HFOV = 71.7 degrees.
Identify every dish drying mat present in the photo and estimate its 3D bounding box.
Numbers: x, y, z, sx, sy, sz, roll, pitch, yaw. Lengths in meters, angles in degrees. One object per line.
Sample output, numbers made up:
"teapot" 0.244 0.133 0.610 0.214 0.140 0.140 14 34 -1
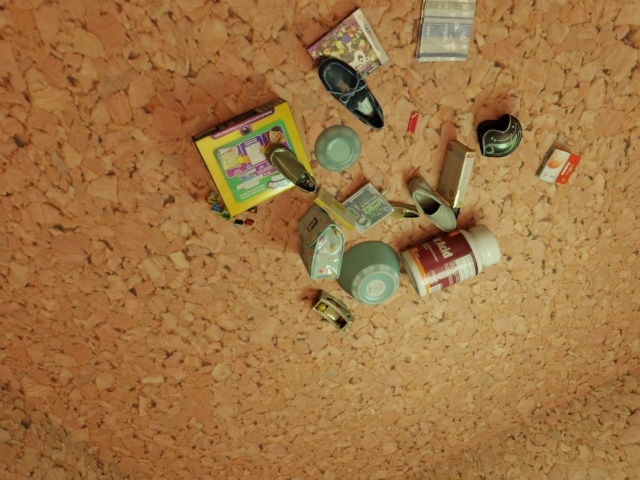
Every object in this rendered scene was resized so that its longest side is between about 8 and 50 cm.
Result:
"dish drying mat" 0.374 -0.477 1.790 0.032 0.008 0.083 2 118 -13

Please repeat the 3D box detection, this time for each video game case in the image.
"video game case" 0.191 -0.137 1.904 0.190 0.022 0.173 -36 114 23
"video game case" 0.100 -0.678 1.607 0.232 0.042 0.210 -34 120 9

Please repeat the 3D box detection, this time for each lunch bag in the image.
"lunch bag" 0.000 0.000 1.857 0.160 0.223 0.262 -4 118 -16

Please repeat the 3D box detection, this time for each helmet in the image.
"helmet" 0.733 -0.424 1.800 0.161 0.169 0.169 -10 121 13

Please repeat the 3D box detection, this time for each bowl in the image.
"bowl" 0.239 0.174 2.035 0.311 0.163 0.312 -5 118 -9

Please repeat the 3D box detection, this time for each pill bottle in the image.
"pill bottle" 0.590 0.083 2.015 0.392 0.224 0.224 -23 120 2

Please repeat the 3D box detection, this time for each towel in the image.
"towel" 0.463 -0.802 1.614 0.209 0.034 0.285 -3 119 -10

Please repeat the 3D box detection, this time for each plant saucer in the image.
"plant saucer" 0.074 -0.363 1.780 0.194 0.037 0.195 -5 120 -9

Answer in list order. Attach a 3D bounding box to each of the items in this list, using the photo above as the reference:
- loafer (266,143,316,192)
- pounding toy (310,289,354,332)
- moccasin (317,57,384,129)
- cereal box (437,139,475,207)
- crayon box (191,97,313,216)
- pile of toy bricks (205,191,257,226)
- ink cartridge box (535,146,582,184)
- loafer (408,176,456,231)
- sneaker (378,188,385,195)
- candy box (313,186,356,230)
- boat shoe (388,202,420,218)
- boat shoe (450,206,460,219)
"loafer" -0.095 -0.262 1.642 0.251 0.087 0.094 37 93 -34
"pounding toy" 0.054 0.374 2.113 0.269 0.154 0.155 35 107 -25
"moccasin" 0.135 -0.531 1.609 0.342 0.117 0.138 27 116 -39
"cereal box" 0.560 -0.279 1.840 0.047 0.173 0.240 0 119 -11
"crayon box" -0.245 -0.312 1.667 0.362 0.106 0.313 -27 122 -11
"pile of toy bricks" -0.372 -0.112 1.809 0.212 0.118 0.105 14 154 -29
"ink cartridge box" 1.077 -0.326 1.987 0.179 0.045 0.145 14 116 -15
"loafer" 0.487 -0.137 1.928 0.112 0.111 0.319 -32 120 33
"sneaker" 0.225 -0.197 1.897 0.069 0.038 0.098 37 106 -27
"candy box" 0.064 -0.131 1.843 0.206 0.105 0.027 38 124 -14
"boat shoe" 0.347 -0.124 1.941 0.189 0.072 0.068 0 119 -10
"boat shoe" 0.615 -0.156 1.993 0.049 0.040 0.142 0 119 -10
